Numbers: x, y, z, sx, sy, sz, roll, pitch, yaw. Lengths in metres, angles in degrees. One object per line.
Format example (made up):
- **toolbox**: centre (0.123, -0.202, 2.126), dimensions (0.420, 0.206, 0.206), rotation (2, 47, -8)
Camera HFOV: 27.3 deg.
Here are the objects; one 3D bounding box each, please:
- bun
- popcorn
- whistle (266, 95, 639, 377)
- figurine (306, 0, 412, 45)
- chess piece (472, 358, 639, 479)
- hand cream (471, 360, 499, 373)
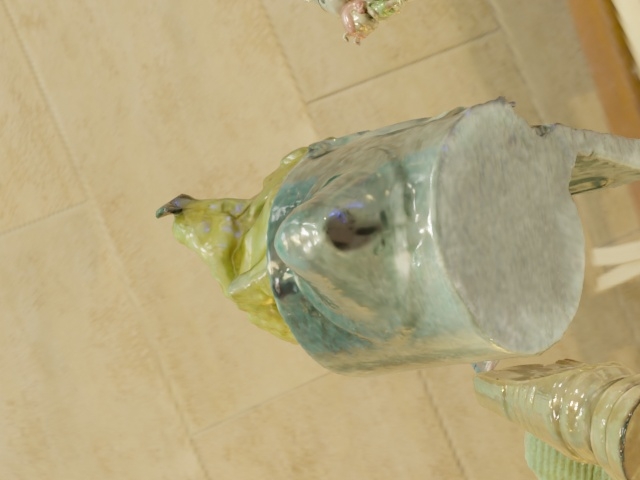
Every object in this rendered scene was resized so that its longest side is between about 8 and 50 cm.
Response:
- **bun**: centre (0.366, 0.263, 1.675), dimensions (0.212, 0.204, 0.126), rotation (42, 53, 16)
- **popcorn**: centre (0.005, 0.007, 1.514), dimensions (0.293, 0.293, 0.237), rotation (-27, 98, -20)
- **whistle**: centre (0.116, -0.033, 1.045), dimensions (0.405, 0.168, 0.188), rotation (-44, 113, -45)
- **figurine**: centre (0.034, -0.287, 1.569), dimensions (0.081, 0.146, 0.098), rotation (32, 51, -39)
- **chess piece**: centre (0.275, 0.174, 1.360), dimensions (0.137, 0.301, 0.137), rotation (-3, 98, -25)
- **hand cream**: centre (0.249, 0.083, 1.660), dimensions (0.043, 0.067, 0.209), rotation (20, 114, -28)
